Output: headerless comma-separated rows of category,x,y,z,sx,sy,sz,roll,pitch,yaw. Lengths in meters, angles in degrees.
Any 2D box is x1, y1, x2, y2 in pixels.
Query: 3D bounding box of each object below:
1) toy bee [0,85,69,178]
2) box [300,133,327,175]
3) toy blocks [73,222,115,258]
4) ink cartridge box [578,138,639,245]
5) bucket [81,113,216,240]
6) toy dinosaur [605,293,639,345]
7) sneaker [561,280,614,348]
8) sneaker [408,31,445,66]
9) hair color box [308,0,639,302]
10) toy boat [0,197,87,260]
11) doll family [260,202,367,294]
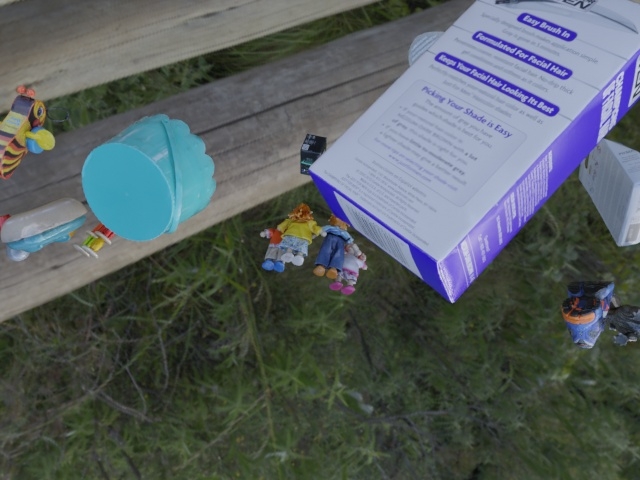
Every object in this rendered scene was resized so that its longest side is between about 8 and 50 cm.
toy bee,-0.778,-0.311,1.575,0.196,0.298,0.162,2,142,-11
box,-0.017,-0.205,1.482,0.083,0.052,0.062,91,14,-52
toy blocks,-0.587,-0.024,1.653,0.054,0.123,0.148,50,63,-29
ink cartridge box,0.644,-0.134,1.335,0.066,0.232,0.189,-8,137,7
bucket,-0.404,-0.141,1.441,0.183,0.281,0.281,-54,160,-57
toy dinosaur,0.769,0.206,1.419,0.160,0.314,0.120,-27,134,-61
sneaker,0.508,0.135,1.163,0.221,0.083,0.087,-26,111,-50
sneaker,0.369,-0.350,1.355,0.150,0.366,0.135,-17,136,-62
hair color box,0.175,-0.123,0.646,0.339,0.185,0.110,-46,147,-7
toy boat,-0.846,-0.025,1.823,0.267,0.318,0.148,-38,115,-55
doll family,0.000,0.000,1.372,0.263,0.163,0.118,19,141,-9
